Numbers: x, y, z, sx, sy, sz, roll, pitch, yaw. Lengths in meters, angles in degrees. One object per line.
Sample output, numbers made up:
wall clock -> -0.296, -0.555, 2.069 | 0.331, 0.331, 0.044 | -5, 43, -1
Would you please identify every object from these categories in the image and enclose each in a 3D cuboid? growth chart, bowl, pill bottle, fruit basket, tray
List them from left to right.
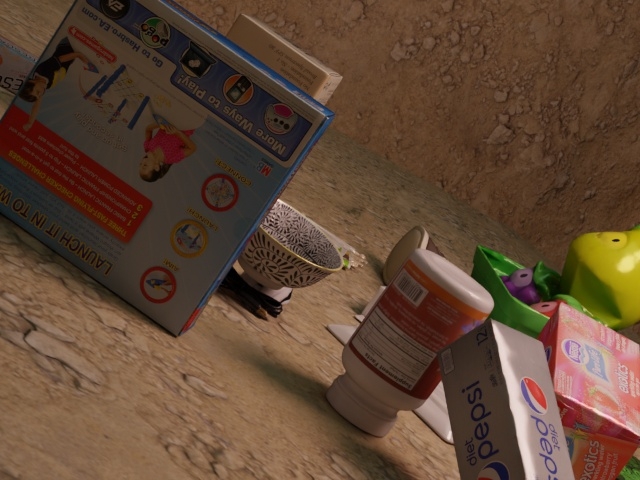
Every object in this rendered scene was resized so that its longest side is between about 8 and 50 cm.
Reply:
bowl -> -0.060, 0.014, 1.873 | 0.170, 0.080, 0.170 | 34, 16, -11
growth chart -> 0.000, 0.000, 2.488 | 0.172, 0.021, 0.237 | 37, 11, 9
pill bottle -> 0.103, 0.127, 1.696 | 0.121, 0.216, 0.121 | 33, 11, -7
tray -> 0.134, 0.200, 1.982 | 0.270, 0.030, 0.145 | 42, 14, 35
fruit basket -> 0.425, 0.094, 2.397 | 0.283, 0.392, 0.392 | 27, 12, -11

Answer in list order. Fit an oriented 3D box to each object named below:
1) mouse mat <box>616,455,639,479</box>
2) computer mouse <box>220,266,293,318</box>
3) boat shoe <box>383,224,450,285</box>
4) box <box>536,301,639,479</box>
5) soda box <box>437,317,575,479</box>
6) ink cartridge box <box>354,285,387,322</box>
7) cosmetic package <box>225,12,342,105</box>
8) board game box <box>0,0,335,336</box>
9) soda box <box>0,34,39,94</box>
mouse mat -> 0.471, 0.350, 2.120 | 0.190, 0.007, 0.152 | 25, 15, -38
computer mouse -> -0.078, 0.058, 1.925 | 0.106, 0.042, 0.193 | 35, 10, 7
boat shoe -> 0.189, 0.069, 2.520 | 0.097, 0.116, 0.324 | 37, 14, -14
box -> 0.361, 0.234, 1.997 | 0.142, 0.154, 0.300 | 29, 25, -1
soda box -> 0.214, 0.237, 1.558 | 0.098, 0.091, 0.286 | 25, 42, -37
ink cartridge box -> 0.135, 0.126, 2.229 | 0.104, 0.060, 0.180 | 38, 11, 17
cosmetic package -> -0.123, -0.151, 1.995 | 0.160, 0.309, 0.113 | 35, 10, 7
board game box -> -0.193, -0.103, 1.580 | 0.308, 0.302, 0.086 | 35, 10, 2
soda box -> -0.468, -0.263, 2.124 | 0.183, 0.058, 0.063 | 30, 12, -21
